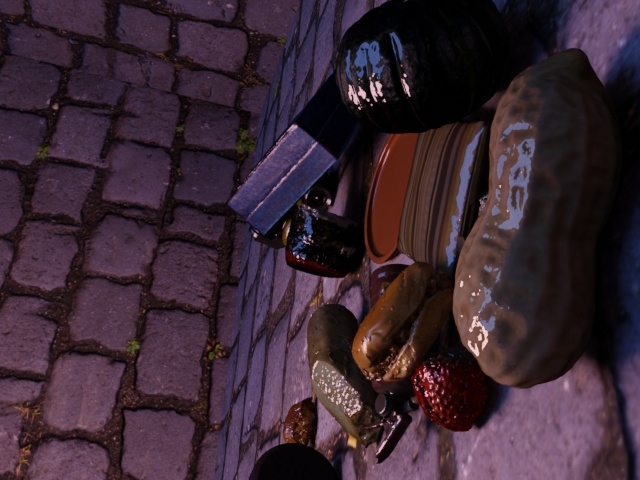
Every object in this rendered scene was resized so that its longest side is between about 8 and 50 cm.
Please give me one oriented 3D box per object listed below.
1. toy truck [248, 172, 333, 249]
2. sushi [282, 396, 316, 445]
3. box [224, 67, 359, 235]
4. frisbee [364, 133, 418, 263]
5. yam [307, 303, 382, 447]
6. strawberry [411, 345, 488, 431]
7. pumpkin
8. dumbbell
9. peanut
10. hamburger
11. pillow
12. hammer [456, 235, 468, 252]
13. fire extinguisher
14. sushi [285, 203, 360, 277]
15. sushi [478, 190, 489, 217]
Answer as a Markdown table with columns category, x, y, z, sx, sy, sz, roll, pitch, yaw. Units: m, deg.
| category | x | y | z | sx | sy | sz | roll | pitch | yaw |
| --- | --- | --- | --- | --- | --- | --- | --- | --- | --- |
| toy truck | -0.069 | -0.084 | 1.643 | 0.147 | 0.165 | 0.224 | -101 | 26 | -61 |
| sushi | -0.038 | 0.365 | 1.368 | 0.060 | 0.061 | 0.118 | -18 | 57 | 37 |
| box | -0.035 | -0.184 | 1.390 | 0.261 | 0.116 | 0.279 | -45 | 12 | 39 |
| frisbee | 0.123 | -0.083 | 1.149 | 0.251 | 0.021 | 0.251 | -168 | 90 | -78 |
| yam | 0.033 | 0.213 | 1.114 | 0.259 | 0.106 | 0.106 | -100 | 25 | -61 |
| strawberry | 0.142 | 0.161 | 0.747 | 0.083 | 0.083 | 0.096 | -125 | 14 | -72 |
| pumpkin | 0.123 | -0.220 | 0.850 | 0.220 | 0.220 | 0.162 | -128 | 15 | -73 |
| dumbbell | -0.067 | 0.466 | 1.195 | 0.153 | 0.152 | 0.218 | -92 | 18 | -44 |
| peanut | 0.189 | -0.022 | 0.606 | 0.136 | 0.120 | 0.299 | -179 | 103 | -72 |
| hamburger | 0.097 | 0.098 | 0.818 | 0.147 | 0.083 | 0.138 | -54 | -8 | -16 |
| pillow | 0.157 | -0.062 | 0.913 | 0.212 | 0.052 | 0.208 | -129 | 48 | -73 |
| hammer | 0.192 | 0.017 | 0.762 | 0.110 | 0.035 | 0.019 | -145 | 66 | -66 |
| fire extinguisher | 0.100 | 0.164 | 0.925 | 0.106 | 0.075 | 0.252 | 113 | 162 | -57 |
| sushi | 0.000 | 0.000 | 1.355 | 0.225 | 0.136 | 0.126 | 158 | 129 | -80 |
| sushi | 0.191 | -0.017 | 0.750 | 0.083 | 0.044 | 0.046 | -99 | 25 | -61 |
